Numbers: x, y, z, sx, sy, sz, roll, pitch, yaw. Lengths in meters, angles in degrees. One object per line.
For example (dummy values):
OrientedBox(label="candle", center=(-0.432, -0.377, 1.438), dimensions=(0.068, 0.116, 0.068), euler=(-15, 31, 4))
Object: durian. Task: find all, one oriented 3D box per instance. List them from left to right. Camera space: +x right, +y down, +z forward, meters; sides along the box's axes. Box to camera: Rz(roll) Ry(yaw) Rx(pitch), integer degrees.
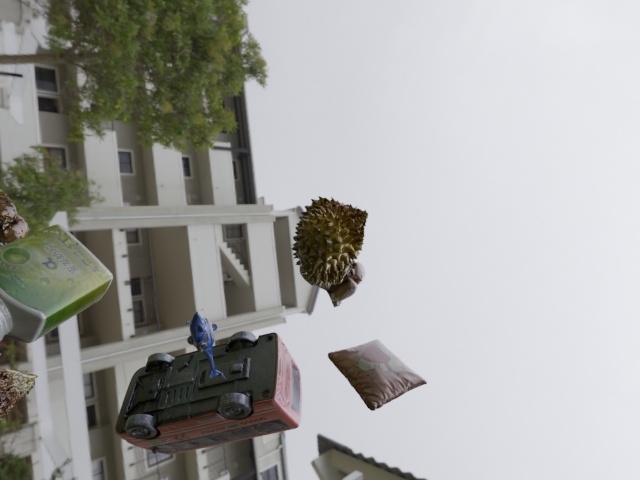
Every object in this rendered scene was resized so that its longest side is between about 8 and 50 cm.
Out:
OrientedBox(label="durian", center=(-0.004, 0.010, 0.904), dimensions=(0.183, 0.138, 0.249), euler=(42, -29, 13))

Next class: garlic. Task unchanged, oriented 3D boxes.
OrientedBox(label="garlic", center=(0.050, 0.106, 1.422), dimensions=(0.214, 0.160, 0.191), euler=(42, -45, 11))

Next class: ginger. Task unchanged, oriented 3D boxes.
OrientedBox(label="ginger", center=(-0.620, -0.037, 0.779), dimensions=(0.162, 0.073, 0.103), euler=(25, -42, 41))

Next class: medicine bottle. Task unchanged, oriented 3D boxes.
OrientedBox(label="medicine bottle", center=(-0.426, 0.073, 0.582), dimensions=(0.132, 0.188, 0.088), euler=(45, -59, -3))

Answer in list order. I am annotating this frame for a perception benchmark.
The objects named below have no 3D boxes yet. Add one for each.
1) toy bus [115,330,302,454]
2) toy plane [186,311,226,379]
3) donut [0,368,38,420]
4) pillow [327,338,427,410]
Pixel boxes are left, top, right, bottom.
OrientedBox(label="toy bus", center=(-0.270, 0.396, 1.023), dimensions=(0.428, 0.232, 0.203), euler=(-17, -141, 12))
OrientedBox(label="toy plane", center=(-0.237, 0.224, 0.851), dimensions=(0.054, 0.062, 0.167), euler=(11, -63, 48))
OrientedBox(label="donut", center=(-0.759, 0.370, 0.817), dimensions=(0.152, 0.294, 0.112), euler=(11, -43, 16))
OrientedBox(label="pillow", center=(0.171, 0.399, 1.241), dimensions=(0.236, 0.224, 0.083), euler=(40, -52, 41))
